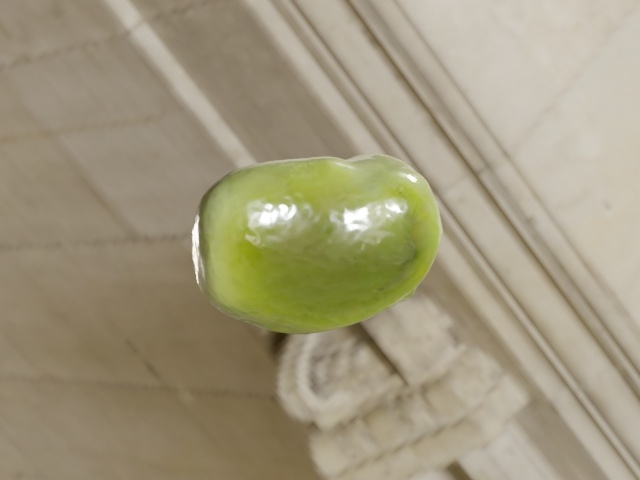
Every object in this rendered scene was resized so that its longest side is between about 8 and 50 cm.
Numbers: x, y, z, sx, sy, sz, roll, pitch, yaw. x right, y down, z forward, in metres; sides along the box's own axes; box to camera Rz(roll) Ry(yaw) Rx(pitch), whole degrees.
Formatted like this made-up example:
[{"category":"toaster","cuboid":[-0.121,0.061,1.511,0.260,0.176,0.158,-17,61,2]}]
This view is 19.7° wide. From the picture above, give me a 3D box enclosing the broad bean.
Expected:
[{"category":"broad bean","cuboid":[0.000,0.000,1.215,0.175,0.124,0.082,-9,-158,-16]}]
